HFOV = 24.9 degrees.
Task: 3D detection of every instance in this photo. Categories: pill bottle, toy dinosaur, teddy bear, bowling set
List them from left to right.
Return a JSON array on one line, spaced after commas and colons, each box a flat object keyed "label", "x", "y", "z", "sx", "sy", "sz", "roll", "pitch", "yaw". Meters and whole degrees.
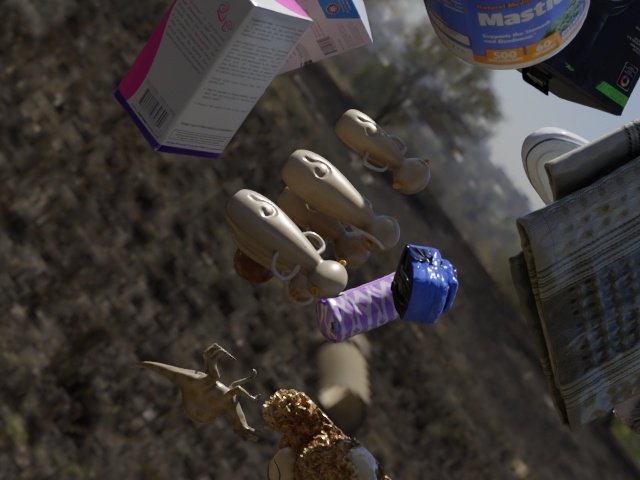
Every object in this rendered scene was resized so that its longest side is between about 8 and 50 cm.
[{"label": "toy dinosaur", "x": -0.140, "y": 0.173, "z": 1.761, "sx": 0.183, "sy": 0.093, "sz": 0.053, "roll": 34, "pitch": -5, "yaw": 4}, {"label": "bowling set", "x": 0.000, "y": 0.000, "z": 1.651, "sx": 0.154, "sy": 0.287, "sz": 0.200, "roll": 40, "pitch": -42, "yaw": 11}, {"label": "teddy bear", "x": 0.015, "y": 0.301, "z": 1.803, "sx": 0.245, "sy": 0.113, "sz": 0.338, "roll": 53, "pitch": -11, "yaw": -33}, {"label": "pill bottle", "x": 0.145, "y": -0.266, "z": 1.207, "sx": 0.152, "sy": 0.152, "sz": 0.272, "roll": 57, "pitch": 0, "yaw": 24}]

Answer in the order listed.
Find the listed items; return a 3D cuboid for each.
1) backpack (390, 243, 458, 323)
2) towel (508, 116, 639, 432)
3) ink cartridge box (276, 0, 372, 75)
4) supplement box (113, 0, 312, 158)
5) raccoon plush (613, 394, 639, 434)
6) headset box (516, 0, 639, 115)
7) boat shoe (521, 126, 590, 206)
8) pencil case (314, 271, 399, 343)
[{"label": "backpack", "x": 0.169, "y": 0.074, "z": 2.324, "sx": 0.120, "sy": 0.101, "sz": 0.098, "roll": -90, "pitch": -171, "yaw": -60}, {"label": "towel", "x": 0.314, "y": -0.002, "z": 1.257, "sx": 0.056, "sy": 0.324, "sz": 0.312, "roll": 53, "pitch": -11, "yaw": 41}, {"label": "ink cartridge box", "x": -0.040, "y": -0.311, "z": 2.025, "sx": 0.139, "sy": 0.190, "sz": 0.082, "roll": 56, "pitch": 21, "yaw": -58}, {"label": "supplement box", "x": -0.130, "y": -0.218, "z": 1.732, "sx": 0.114, "sy": 0.220, "sz": 0.111, "roll": 4, "pitch": 41, "yaw": -50}, {"label": "raccoon plush", "x": 0.693, "y": 0.291, "z": 2.119, "sx": 0.299, "sy": 0.216, "sz": 0.446, "roll": 30, "pitch": -2, "yaw": -38}, {"label": "headset box", "x": 0.335, "y": -0.331, "z": 1.913, "sx": 0.246, "sy": 0.283, "sz": 0.131, "roll": 27, "pitch": 1, "yaw": -37}, {"label": "boat shoe", "x": 0.302, "y": -0.030, "z": 1.566, "sx": 0.226, "sy": 0.083, "sz": 0.076, "roll": 42, "pitch": 25, "yaw": -25}, {"label": "pencil case", "x": 0.085, "y": 0.102, "z": 2.433, "sx": 0.086, "sy": 0.206, "sz": 0.088, "roll": 4, "pitch": -69, "yaw": 62}]
